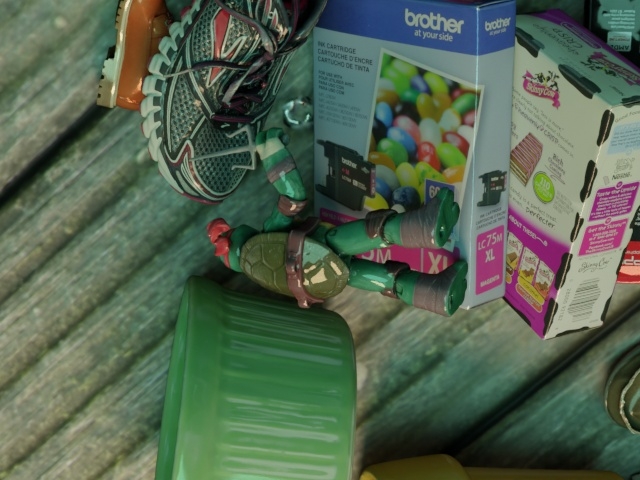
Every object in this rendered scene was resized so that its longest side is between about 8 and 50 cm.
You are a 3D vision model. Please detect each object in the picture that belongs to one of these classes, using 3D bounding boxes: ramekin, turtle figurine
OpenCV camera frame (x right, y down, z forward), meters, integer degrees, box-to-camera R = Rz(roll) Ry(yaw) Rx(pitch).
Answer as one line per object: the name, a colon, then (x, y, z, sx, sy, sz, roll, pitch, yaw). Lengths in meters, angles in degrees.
ramekin: (-0.064, 0.190, 1.312, 0.148, 0.303, 0.303, 7, 110, -8)
turtle figurine: (0.000, 0.000, 1.228, 0.234, 0.118, 0.175, 8, 151, 23)

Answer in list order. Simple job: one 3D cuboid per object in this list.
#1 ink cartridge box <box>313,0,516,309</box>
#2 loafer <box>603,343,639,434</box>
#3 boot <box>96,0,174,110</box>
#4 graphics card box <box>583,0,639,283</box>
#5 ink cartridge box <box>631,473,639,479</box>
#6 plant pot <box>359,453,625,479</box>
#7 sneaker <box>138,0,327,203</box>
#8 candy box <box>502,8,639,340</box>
ink cartridge box: (0.076, -0.112, 1.265, 0.185, 0.065, 0.311, 17, 114, 40)
loafer: (0.389, 0.127, 1.376, 0.251, 0.087, 0.094, -17, 108, 8)
boot: (-0.143, -0.185, 1.304, 0.084, 0.059, 0.158, 13, 118, -6)
graphics card box: (0.340, -0.146, 1.266, 0.232, 0.094, 0.371, 2, 111, 10)
ink cartridge box: (0.398, 0.260, 1.402, 0.175, 0.127, 0.072, -17, 109, 9)
plant pot: (0.178, 0.317, 1.385, 0.239, 0.254, 0.254, -8, 110, -12)
sneaker: (-0.066, -0.167, 1.251, 0.120, 0.112, 0.299, -5, 119, -43)
candy box: (0.196, -0.057, 1.250, 0.071, 0.159, 0.233, -12, 130, -28)
